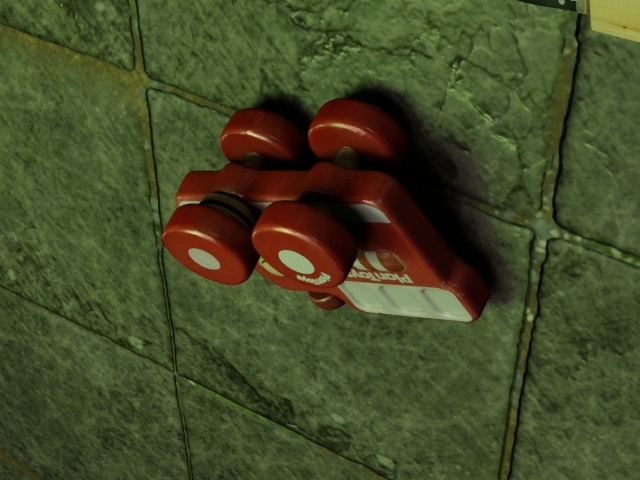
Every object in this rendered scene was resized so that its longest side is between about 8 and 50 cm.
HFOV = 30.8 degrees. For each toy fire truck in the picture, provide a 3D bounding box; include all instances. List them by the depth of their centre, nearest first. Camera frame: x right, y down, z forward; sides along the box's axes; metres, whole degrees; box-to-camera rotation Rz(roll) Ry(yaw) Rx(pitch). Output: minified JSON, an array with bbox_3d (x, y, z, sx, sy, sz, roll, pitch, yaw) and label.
[{"bbox_3d":[0.000,0.000,1.214,0.302,0.169,0.254,1,143,41],"label":"toy fire truck"}]

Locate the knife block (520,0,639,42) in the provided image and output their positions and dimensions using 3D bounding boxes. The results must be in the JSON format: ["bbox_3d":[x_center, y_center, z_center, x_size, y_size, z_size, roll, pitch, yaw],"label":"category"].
[{"bbox_3d":[0.234,-0.184,0.791,0.242,0.275,0.088,-7,124,9],"label":"knife block"}]
